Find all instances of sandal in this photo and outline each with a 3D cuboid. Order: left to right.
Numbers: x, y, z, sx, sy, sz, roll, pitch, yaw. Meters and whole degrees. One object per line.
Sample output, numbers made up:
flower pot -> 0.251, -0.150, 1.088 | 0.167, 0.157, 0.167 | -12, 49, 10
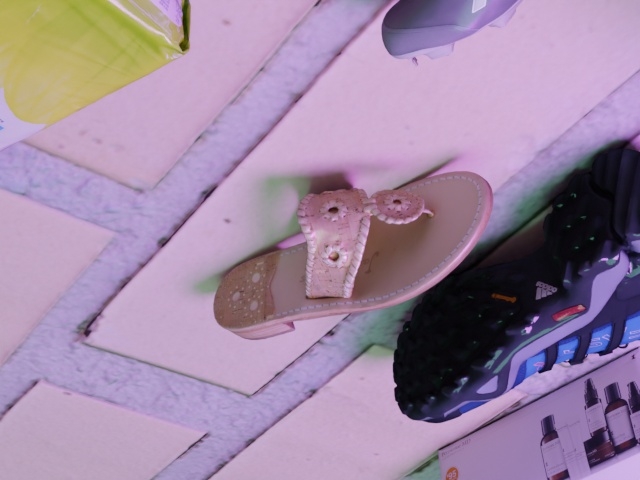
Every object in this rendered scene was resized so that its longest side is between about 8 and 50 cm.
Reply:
sandal -> 0.000, 0.006, 0.826 | 0.240, 0.088, 0.079 | -25, 142, 31

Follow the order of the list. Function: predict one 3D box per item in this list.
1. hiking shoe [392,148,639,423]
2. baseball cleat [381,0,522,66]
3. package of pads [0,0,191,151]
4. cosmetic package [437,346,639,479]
hiking shoe -> 0.180, 0.064, 0.889 | 0.132, 0.113, 0.304 | 24, 133, -29
baseball cleat -> 0.103, -0.181, 0.633 | 0.206, 0.072, 0.109 | -30, 120, 22
package of pads -> -0.229, -0.164, 0.589 | 0.229, 0.101, 0.296 | -23, 138, 25
cosmetic package -> 0.216, 0.196, 1.067 | 0.060, 0.099, 0.239 | 32, 129, -32
